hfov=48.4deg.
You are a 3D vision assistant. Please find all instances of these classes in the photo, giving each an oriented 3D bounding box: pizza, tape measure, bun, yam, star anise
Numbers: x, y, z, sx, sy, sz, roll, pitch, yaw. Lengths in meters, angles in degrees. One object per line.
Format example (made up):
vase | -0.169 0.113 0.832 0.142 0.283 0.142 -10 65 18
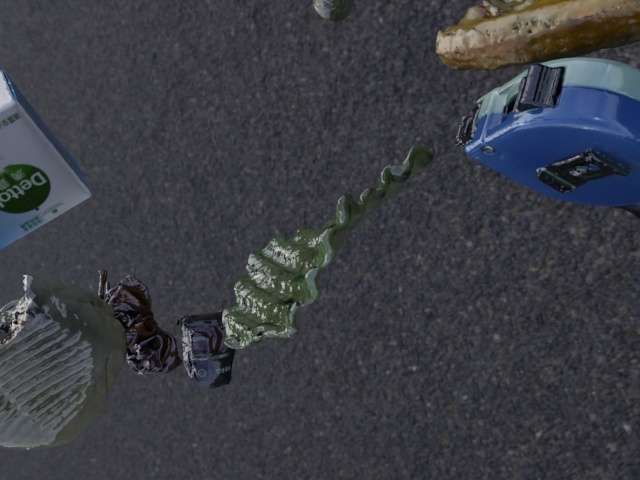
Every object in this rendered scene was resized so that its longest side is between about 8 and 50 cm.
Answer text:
pizza | 0.388 -0.371 0.932 0.440 0.406 0.130 -5 128 31
tape measure | 0.355 -0.088 0.833 0.215 0.351 0.097 -27 43 68
bun | -0.443 0.183 1.117 0.205 0.282 0.281 -131 47 -72
yam | 0.031 -0.398 1.021 0.169 0.068 0.068 110 143 -63
star anise | -0.372 0.178 1.428 0.126 0.190 0.220 -33 70 6

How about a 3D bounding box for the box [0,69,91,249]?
box | -0.355 -0.057 0.710 0.073 0.194 0.139 52 172 41

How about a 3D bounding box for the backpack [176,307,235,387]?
backpack | -0.242 0.241 1.555 0.106 0.120 0.165 -175 75 -77

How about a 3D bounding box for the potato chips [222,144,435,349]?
potato chips | -0.004 0.004 1.092 0.097 0.373 0.389 47 144 -7
